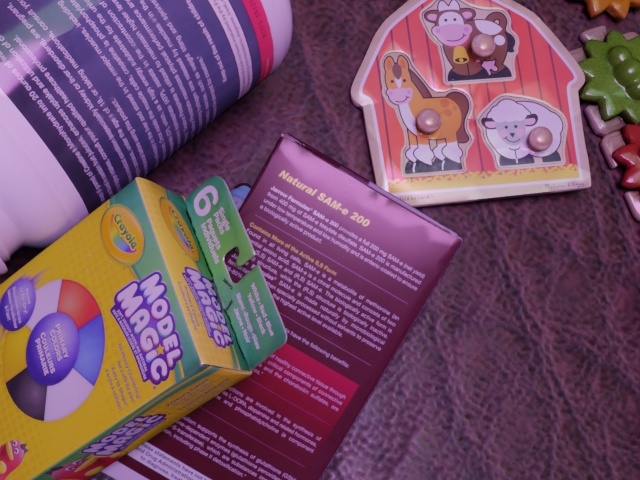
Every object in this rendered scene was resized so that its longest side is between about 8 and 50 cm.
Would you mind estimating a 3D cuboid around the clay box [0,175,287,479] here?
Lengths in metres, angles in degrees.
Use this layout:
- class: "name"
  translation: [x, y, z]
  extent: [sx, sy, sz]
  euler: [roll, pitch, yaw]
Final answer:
- class: "clay box"
  translation: [-0.134, 0.061, 0.535]
  extent: [0.222, 0.053, 0.127]
  euler: [-36, 62, 20]

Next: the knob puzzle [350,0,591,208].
- class: "knob puzzle"
  translation: [0.119, -0.127, 0.713]
  extent: [0.213, 0.030, 0.213]
  euler: [1, 76, -3]

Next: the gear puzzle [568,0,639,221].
- class: "gear puzzle"
  translation: [0.306, -0.122, 0.749]
  extent: [0.175, 0.044, 0.339]
  euler: [-19, 79, -15]

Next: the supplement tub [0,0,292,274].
- class: "supplement tub"
  translation: [-0.171, -0.118, 0.582]
  extent: [0.272, 0.191, 0.191]
  euler: [-43, 86, -18]

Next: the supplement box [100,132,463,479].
- class: "supplement box"
  translation: [-0.027, 0.066, 0.577]
  extent: [0.130, 0.073, 0.239]
  euler: [31, 95, -1]

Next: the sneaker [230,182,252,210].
- class: "sneaker"
  translation: [0.000, 0.000, 0.650]
  extent: [0.162, 0.063, 0.073]
  euler: [20, 65, -8]
